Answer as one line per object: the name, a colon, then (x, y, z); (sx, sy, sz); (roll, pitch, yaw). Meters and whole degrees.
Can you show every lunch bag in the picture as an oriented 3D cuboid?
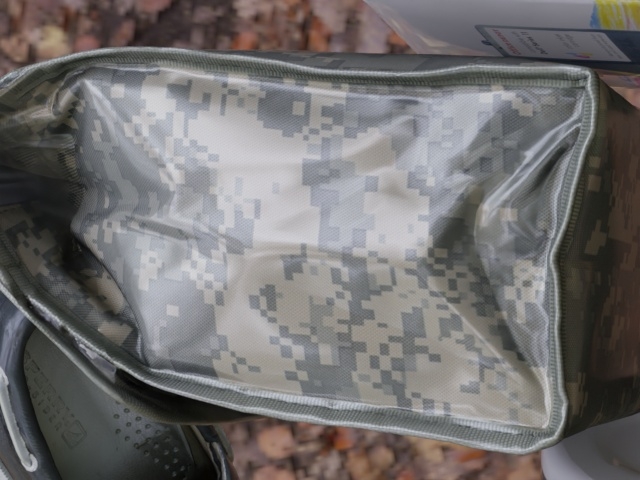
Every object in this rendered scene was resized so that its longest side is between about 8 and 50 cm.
lunch bag: (0.000, 0.000, 0.771); (0.287, 0.235, 0.169); (6, 90, 20)

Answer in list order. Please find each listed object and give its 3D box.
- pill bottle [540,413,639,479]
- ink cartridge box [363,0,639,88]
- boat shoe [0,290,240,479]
pill bottle: (0.167, 0.186, 0.852); (0.119, 0.119, 0.209); (15, 121, 33)
ink cartridge box: (0.147, -0.183, 0.804); (0.353, 0.119, 0.207); (7, 77, 28)
boat shoe: (-0.091, 0.136, 0.877); (0.091, 0.302, 0.114); (11, 55, 51)
